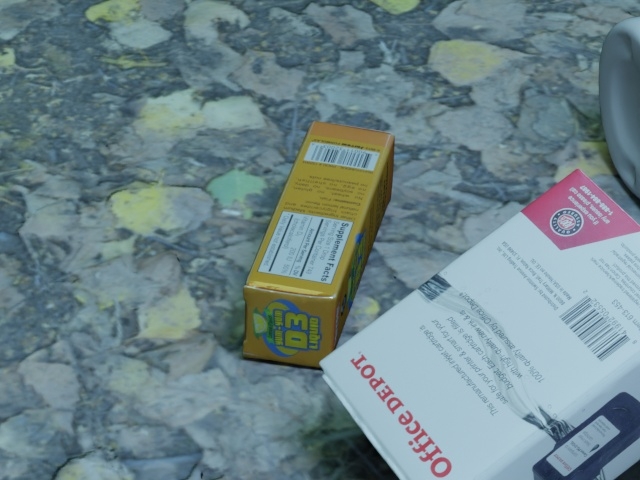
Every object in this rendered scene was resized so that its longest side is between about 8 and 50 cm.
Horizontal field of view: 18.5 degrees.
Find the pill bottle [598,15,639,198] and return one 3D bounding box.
[{"bbox_3d":[0.394,-0.131,1.668,0.283,0.161,0.161,-11,38,-12],"label":"pill bottle"}]

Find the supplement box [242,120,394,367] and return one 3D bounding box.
[{"bbox_3d":[0.000,0.000,1.575,0.080,0.078,0.233,11,39,11],"label":"supplement box"}]

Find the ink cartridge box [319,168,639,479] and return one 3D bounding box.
[{"bbox_3d":[0.145,0.089,1.360,0.237,0.100,0.172,-37,44,-3],"label":"ink cartridge box"}]
